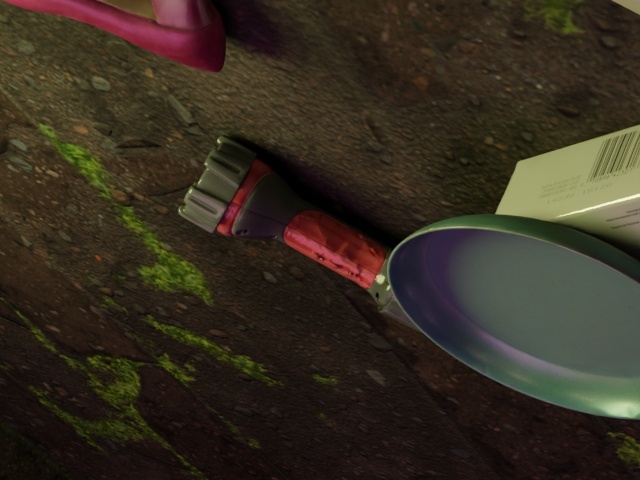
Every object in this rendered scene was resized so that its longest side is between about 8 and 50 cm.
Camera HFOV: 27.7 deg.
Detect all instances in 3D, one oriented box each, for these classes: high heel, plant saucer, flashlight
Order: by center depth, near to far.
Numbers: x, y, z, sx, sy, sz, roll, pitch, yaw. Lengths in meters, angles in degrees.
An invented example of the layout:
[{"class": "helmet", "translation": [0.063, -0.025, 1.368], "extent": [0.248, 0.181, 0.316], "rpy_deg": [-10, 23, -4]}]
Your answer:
[{"class": "plant saucer", "translation": [0.215, 0.067, 1.208], "extent": [0.318, 0.043, 0.317], "rpy_deg": [21, 154, 11]}, {"class": "high heel", "translation": [-0.208, -0.215, 1.236], "extent": [0.244, 0.082, 0.117], "rpy_deg": [3, 137, 15]}, {"class": "flashlight", "translation": [0.000, 0.000, 1.409], "extent": [0.304, 0.103, 0.103], "rpy_deg": [29, 149, -4]}]

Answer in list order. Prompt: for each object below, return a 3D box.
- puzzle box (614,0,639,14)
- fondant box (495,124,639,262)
[{"class": "puzzle box", "translation": [0.208, -0.268, 0.824], "extent": [0.409, 0.052, 0.272], "rpy_deg": [27, 153, -2]}, {"class": "fondant box", "translation": [0.350, 0.035, 1.179], "extent": [0.330, 0.096, 0.238], "rpy_deg": [40, 151, -23]}]
